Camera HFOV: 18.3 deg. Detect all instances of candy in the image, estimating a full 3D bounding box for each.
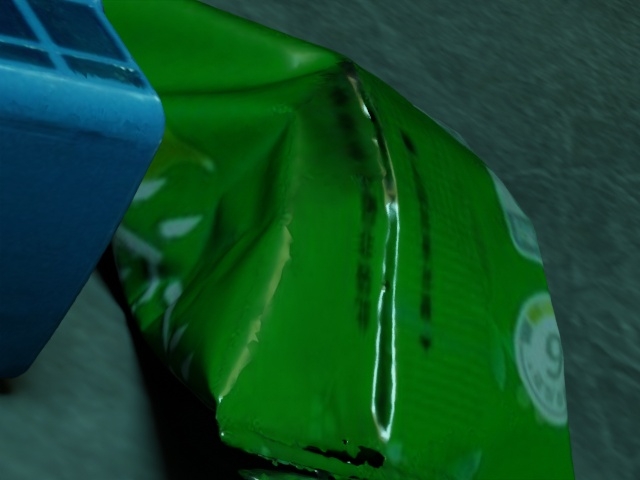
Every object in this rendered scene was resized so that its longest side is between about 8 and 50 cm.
[{"bbox_3d":[0.001,-0.003,0.518,0.141,0.078,0.203,11,38,-37],"label":"candy"}]

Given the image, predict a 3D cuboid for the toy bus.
[{"bbox_3d":[-0.134,-0.033,0.405,0.184,0.090,0.106,8,36,-40],"label":"toy bus"}]
